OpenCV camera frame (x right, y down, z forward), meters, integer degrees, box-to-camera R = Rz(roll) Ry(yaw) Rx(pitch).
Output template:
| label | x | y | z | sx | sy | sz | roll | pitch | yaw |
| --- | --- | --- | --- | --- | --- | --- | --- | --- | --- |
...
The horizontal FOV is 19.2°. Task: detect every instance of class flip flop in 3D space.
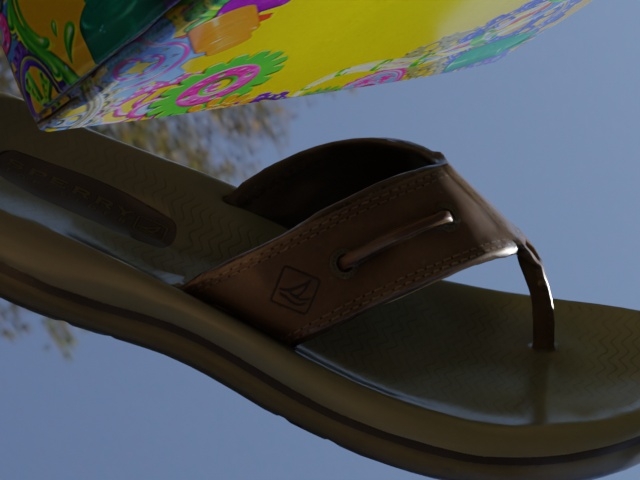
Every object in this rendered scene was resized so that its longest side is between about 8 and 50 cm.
| label | x | y | z | sx | sy | sz | roll | pitch | yaw |
| --- | --- | --- | --- | --- | --- | --- | --- | --- | --- |
| flip flop | 0.000 | 0.000 | 0.609 | 0.277 | 0.080 | 0.112 | 22 | -157 | -2 |

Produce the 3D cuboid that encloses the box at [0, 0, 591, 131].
| label | x | y | z | sx | sy | sz | roll | pitch | yaw |
| --- | --- | --- | --- | --- | --- | --- | --- | --- | --- |
| box | 0.032 | -0.216 | 0.390 | 0.290 | 0.177 | 0.279 | -31 | -101 | 40 |
